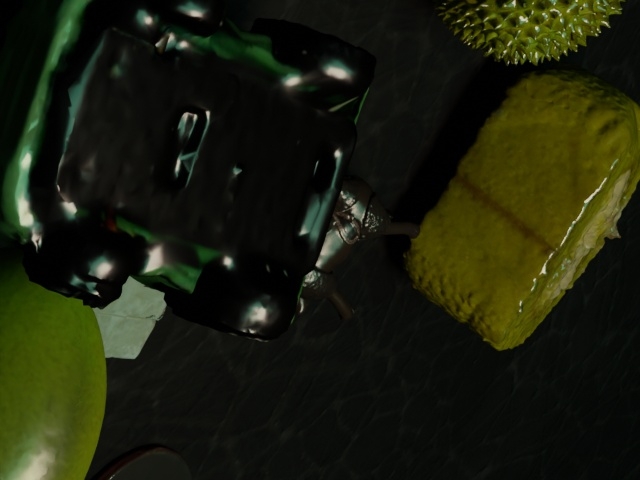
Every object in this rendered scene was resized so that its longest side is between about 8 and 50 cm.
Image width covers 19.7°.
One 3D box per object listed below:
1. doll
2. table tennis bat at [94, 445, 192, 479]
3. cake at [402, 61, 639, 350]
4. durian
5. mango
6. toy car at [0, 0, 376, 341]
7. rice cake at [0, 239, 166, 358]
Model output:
[{"bbox_3d":[0.000,0.000,1.563,0.139,0.057,0.165,-50,145,-4],"label":"doll"},{"bbox_3d":[-0.209,0.307,1.586,0.301,0.022,0.173,-56,151,-3],"label":"table tennis bat"},{"bbox_3d":[0.197,-0.036,1.714,0.260,0.156,0.179,-55,166,8],"label":"cake"},{"bbox_3d":[0.186,-0.221,1.521,0.198,0.146,0.159,-22,138,-39],"label":"durian"},{"bbox_3d":[-0.245,0.138,1.191,0.273,0.185,0.149,-39,170,-3],"label":"mango"},{"bbox_3d":[-0.096,-0.059,1.244,0.359,0.176,0.213,16,92,-51],"label":"toy car"},{"bbox_3d":[-0.176,0.034,1.352,0.124,0.038,0.211,-60,150,7],"label":"rice cake"}]
